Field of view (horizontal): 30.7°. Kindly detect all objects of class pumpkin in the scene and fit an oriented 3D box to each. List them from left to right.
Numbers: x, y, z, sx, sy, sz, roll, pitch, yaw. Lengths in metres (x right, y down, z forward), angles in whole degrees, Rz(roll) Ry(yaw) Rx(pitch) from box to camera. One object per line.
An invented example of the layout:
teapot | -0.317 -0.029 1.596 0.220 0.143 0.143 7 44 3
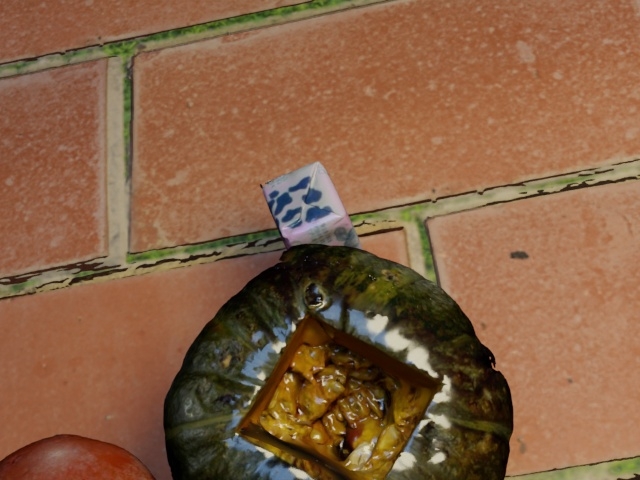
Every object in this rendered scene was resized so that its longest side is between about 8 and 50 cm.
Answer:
pumpkin | 0.017 0.164 1.055 0.320 0.192 0.320 0 76 0

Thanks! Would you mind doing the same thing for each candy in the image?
candy | 0.000 0.000 1.198 0.073 0.160 0.092 -24 52 1

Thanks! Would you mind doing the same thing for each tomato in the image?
tomato | -0.229 0.282 1.040 0.208 0.208 0.184 28 48 26
